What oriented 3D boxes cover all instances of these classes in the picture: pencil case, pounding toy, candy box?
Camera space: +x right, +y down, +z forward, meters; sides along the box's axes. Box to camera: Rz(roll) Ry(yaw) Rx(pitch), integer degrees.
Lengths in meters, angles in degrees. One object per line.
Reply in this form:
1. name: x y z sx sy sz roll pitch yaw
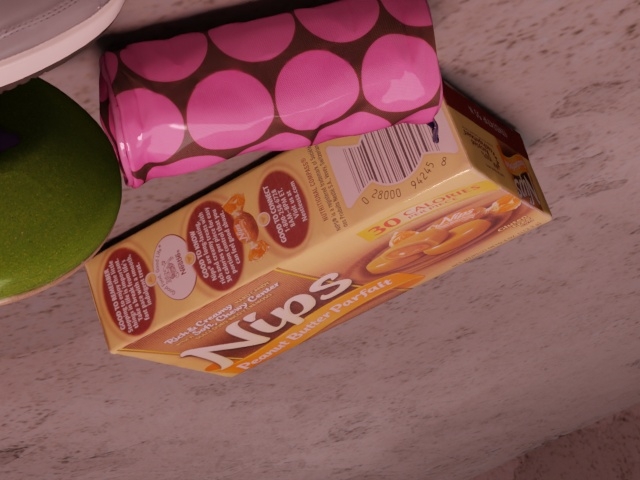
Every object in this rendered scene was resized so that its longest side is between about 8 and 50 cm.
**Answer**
1. pencil case: -0.030 -0.088 0.843 0.209 0.095 0.098 -11 173 -14
2. pounding toy: -0.215 -0.060 0.688 0.236 0.183 0.110 -8 132 -20
3. candy box: 0.000 0.000 1.079 0.316 0.088 0.183 -27 158 20

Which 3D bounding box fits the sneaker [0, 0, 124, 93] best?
1. sneaker: -0.210 -0.132 0.546 0.295 0.124 0.178 -10 167 -20
